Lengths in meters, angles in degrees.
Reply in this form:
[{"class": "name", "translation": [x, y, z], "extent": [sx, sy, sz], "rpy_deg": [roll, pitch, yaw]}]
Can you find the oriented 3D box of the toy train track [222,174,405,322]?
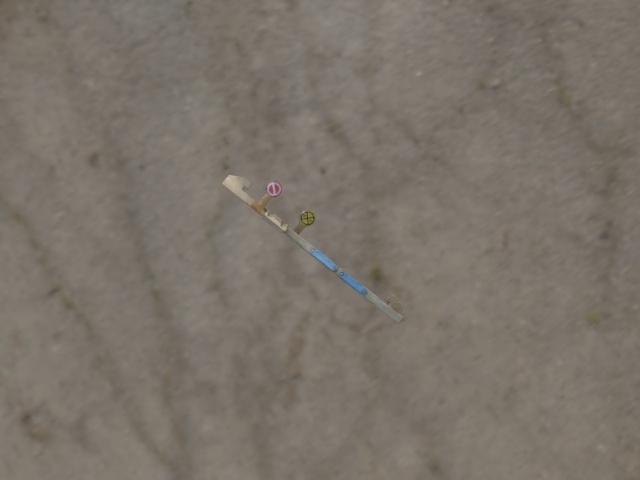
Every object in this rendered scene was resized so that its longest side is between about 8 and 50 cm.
[{"class": "toy train track", "translation": [0.000, 0.000, 0.587], "extent": [0.083, 0.048, 0.014], "rpy_deg": [39, 88, -3]}]
